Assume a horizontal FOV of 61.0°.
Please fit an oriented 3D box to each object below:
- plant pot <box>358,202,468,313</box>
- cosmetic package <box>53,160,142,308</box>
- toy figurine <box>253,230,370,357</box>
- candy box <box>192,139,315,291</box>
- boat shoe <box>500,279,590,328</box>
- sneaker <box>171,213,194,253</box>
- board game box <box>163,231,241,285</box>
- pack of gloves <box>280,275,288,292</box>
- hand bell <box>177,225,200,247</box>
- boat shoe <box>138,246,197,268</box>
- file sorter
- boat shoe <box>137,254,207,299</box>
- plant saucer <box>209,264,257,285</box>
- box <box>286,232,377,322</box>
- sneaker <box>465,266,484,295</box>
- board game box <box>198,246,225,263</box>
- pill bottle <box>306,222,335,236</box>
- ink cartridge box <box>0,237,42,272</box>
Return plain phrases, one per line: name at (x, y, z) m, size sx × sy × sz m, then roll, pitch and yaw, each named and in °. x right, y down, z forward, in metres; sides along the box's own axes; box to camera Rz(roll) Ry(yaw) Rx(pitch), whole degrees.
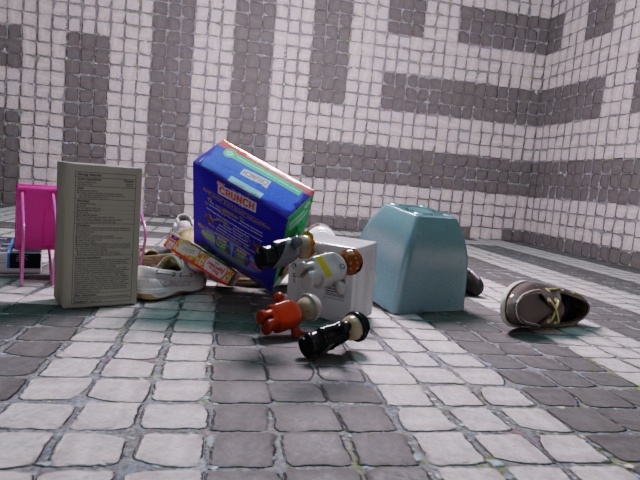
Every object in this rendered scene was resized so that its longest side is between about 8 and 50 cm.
plant pot at (0.247, 0.034, 1.480) m, size 0.248 × 0.252 × 0.247 m, roll 2°, pitch 15°, yaw -31°
cosmetic package at (-0.493, -0.015, 1.201) m, size 0.160 × 0.309 × 0.113 m, roll 1°, pitch 8°, yaw -36°
toy figurine at (-0.014, 0.096, 1.028) m, size 0.148 × 0.209 × 0.213 m, roll -13°, pitch 18°, yaw -38°
candy box at (-0.180, -0.055, 1.359) m, size 0.268 × 0.317 × 0.122 m, roll 32°, pitch 54°, yaw 11°
boat shoe at (0.555, 0.163, 1.337) m, size 0.324 × 0.116 × 0.097 m, roll 7°, pitch 0°, yaw -43°
sneaker at (-0.498, -0.028, 2.049) m, size 0.114 × 0.152 × 0.305 m, roll 1°, pitch 5°, yaw -12°
board game box at (-0.309, 0.053, 1.445) m, size 0.194 × 0.045 × 0.147 m, roll 32°, pitch -6°, yaw 2°
pack of gloves at (-0.022, 0.138, 1.511) m, size 0.232 × 0.046 × 0.195 m, roll -3°, pitch 21°, yaw -34°
hand bell at (-0.439, 0.049, 1.749) m, size 0.126 × 0.126 × 0.242 m, roll 5°, pitch 19°, yaw 2°
boat shoe at (-0.470, 0.056, 1.583) m, size 0.285 × 0.089 × 0.104 m, roll 6°, pitch 7°, yaw 13°
file sorter at (-0.606, -0.004, 1.379) m, size 0.291 × 0.202 × 0.182 m, roll 0°, pitch 41°, yaw -31°
boat shoe at (-0.370, 0.083, 1.378) m, size 0.098 × 0.096 × 0.277 m, roll 4°, pitch 5°, yaw 15°
plant saucer at (-0.200, 0.077, 1.649) m, size 0.278 × 0.041 × 0.278 m, roll -2°, pitch 14°, yaw 0°
box at (0.026, 0.084, 1.285) m, size 0.182 × 0.180 × 0.119 m, roll 9°, pitch 10°, yaw 30°
sneaker at (0.356, 0.123, 1.707) m, size 0.281 × 0.106 × 0.162 m, roll 33°, pitch 56°, yaw 24°
board game box at (-0.261, 0.015, 1.736) m, size 0.214 × 0.046 × 0.317 m, roll -3°, pitch 12°, yaw -1°
pill bottle at (0.000, 0.000, 2.285) m, size 0.131 × 0.131 × 0.229 m, roll 5°, pitch 6°, yaw -3°
ink cartridge box at (-0.896, 0.035, 1.568) m, size 0.166 × 0.065 × 0.333 m, roll 1°, pitch 6°, yaw -28°
